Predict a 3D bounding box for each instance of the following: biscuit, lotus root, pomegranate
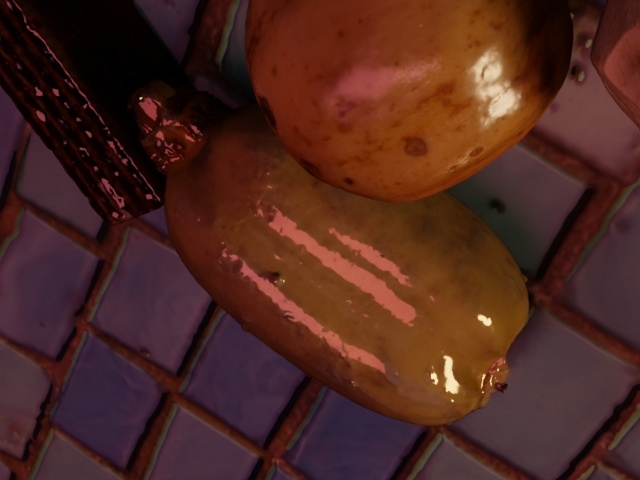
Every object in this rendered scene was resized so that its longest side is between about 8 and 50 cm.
[{"bbox_3d":[-0.182,-0.138,1.142,0.070,0.106,0.252,-18,116,39],"label":"biscuit"},{"bbox_3d":[0.000,0.000,1.110,0.343,0.151,0.169,36,96,-2],"label":"lotus root"},{"bbox_3d":[0.062,-0.129,0.939,0.215,0.215,0.215,16,133,19],"label":"pomegranate"}]

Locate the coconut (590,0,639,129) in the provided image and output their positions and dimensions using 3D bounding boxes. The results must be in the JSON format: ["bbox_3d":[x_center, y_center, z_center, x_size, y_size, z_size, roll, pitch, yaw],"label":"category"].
[{"bbox_3d":[0.239,-0.120,0.873,0.161,0.161,0.162,-21,111,41],"label":"coconut"}]
